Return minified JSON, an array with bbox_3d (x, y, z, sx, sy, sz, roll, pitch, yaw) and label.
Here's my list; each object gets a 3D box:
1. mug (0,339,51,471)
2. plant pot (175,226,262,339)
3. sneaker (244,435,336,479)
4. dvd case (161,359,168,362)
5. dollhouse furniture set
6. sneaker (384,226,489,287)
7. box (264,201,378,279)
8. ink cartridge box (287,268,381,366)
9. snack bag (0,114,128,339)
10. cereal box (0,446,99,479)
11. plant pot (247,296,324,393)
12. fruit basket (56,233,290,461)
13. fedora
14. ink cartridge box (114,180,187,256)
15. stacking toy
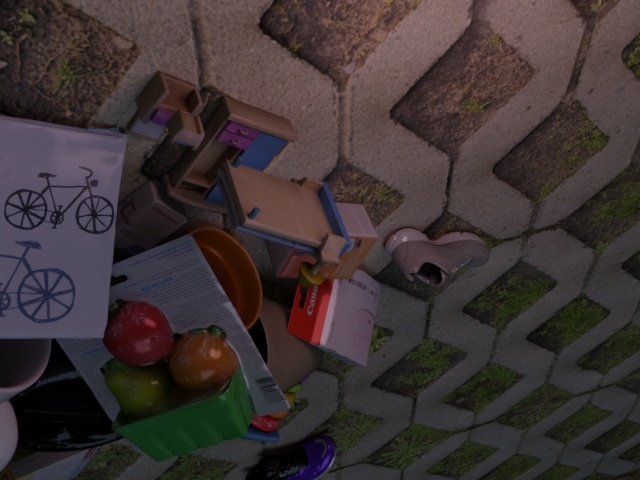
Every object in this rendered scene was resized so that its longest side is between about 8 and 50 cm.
[{"bbox_3d":[-0.633,0.228,1.393,0.328,0.374,0.276,-30,-179,20],"label":"mug"},{"bbox_3d":[-0.244,0.103,1.584,0.188,0.205,0.205,-27,147,34],"label":"plant pot"},{"bbox_3d":[-0.092,0.638,2.406,0.293,0.102,0.146,-36,141,19],"label":"sneaker"},{"bbox_3d":[-0.372,0.338,1.947,0.180,0.022,0.253,-17,144,-6],"label":"dvd case"},{"bbox_3d":[-0.150,-0.053,1.322,0.286,0.303,0.198,15,130,-39],"label":"dollhouse furniture set"},{"bbox_3d":[0.261,0.051,1.819,0.262,0.121,0.099,2,138,-30],"label":"sneaker"},{"bbox_3d":[0.000,0.000,1.646,0.170,0.091,0.130,2,138,-30],"label":"box"},{"bbox_3d":[0.036,0.139,1.766,0.066,0.189,0.232,1,158,31],"label":"ink cartridge box"},{"bbox_3d":[-0.454,-0.021,1.257,0.323,0.037,0.343,5,94,-37],"label":"snack bag"},{"bbox_3d":[-0.640,0.531,1.968,0.240,0.047,0.173,-14,151,-51],"label":"cereal box"},{"bbox_3d":[-0.120,0.227,1.775,0.256,0.256,0.274,-42,153,26],"label":"plant pot"},{"bbox_3d":[-0.263,0.184,1.435,0.327,0.165,0.353,-21,105,19],"label":"fruit basket"},{"bbox_3d":[-0.471,0.272,1.629,0.334,0.153,0.334,-15,143,-11],"label":"fedora"},{"bbox_3d":[-0.305,-0.035,1.477,0.122,0.052,0.088,-33,143,17],"label":"ink cartridge box"},{"bbox_3d":[-0.093,0.306,1.969,0.302,0.175,0.165,-49,144,12],"label":"stacking toy"}]
